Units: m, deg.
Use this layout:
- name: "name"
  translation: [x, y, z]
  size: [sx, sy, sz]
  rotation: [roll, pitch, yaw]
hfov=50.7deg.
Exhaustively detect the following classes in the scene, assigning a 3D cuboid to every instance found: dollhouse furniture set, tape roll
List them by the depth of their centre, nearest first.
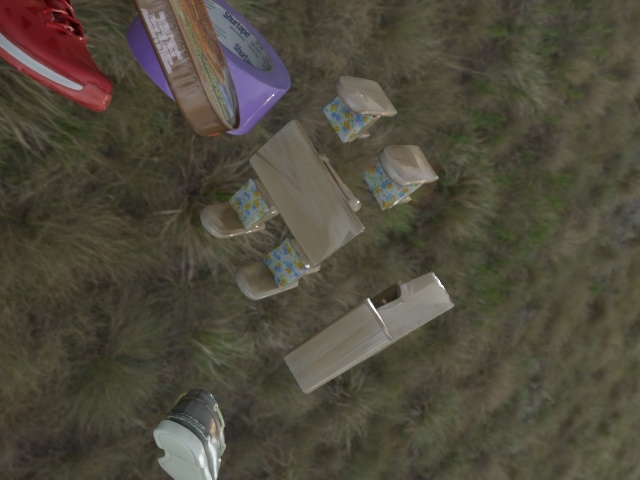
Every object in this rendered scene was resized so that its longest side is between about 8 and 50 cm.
- name: "tape roll"
  translation: [-0.131, -0.223, 0.816]
  size: [0.080, 0.189, 0.189]
  rotation: [-44, 152, 23]
- name: "dollhouse furniture set"
  translation: [0.000, 0.000, 1.077]
  size: [0.362, 0.394, 0.256]
  rotation: [-38, 167, 30]

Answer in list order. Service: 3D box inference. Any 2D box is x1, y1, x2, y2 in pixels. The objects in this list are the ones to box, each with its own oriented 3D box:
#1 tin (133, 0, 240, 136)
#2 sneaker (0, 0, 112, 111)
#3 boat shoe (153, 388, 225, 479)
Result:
- name: "tin"
  translation: [-0.123, -0.185, 0.606]
  size: [0.106, 0.040, 0.190]
  rotation: [-88, 159, -72]
- name: "sneaker"
  translation: [-0.248, -0.221, 0.607]
  size: [0.128, 0.221, 0.087]
  rotation: [-53, 169, 2]
- name: "boat shoe"
  translation: [-0.209, 0.342, 1.127]
  size: [0.091, 0.109, 0.305]
  rotation: [-59, 169, -34]
